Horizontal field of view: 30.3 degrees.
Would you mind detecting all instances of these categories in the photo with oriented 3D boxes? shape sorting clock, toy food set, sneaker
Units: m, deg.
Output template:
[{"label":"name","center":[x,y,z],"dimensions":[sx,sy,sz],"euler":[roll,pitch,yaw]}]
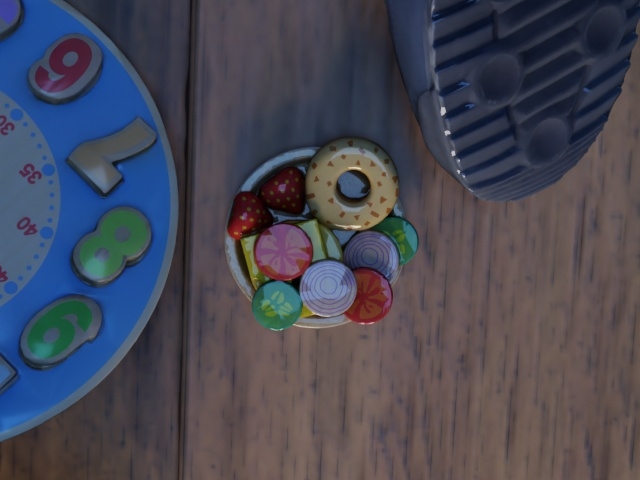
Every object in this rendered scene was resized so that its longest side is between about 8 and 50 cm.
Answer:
[{"label":"shape sorting clock","center":[-0.159,-0.018,0.466],"dimensions":[0.206,0.040,0.206],"euler":[2,80,-12]},{"label":"toy food set","center":[0.000,0.000,0.515],"dimensions":[0.083,0.020,0.082],"euler":[-16,98,-1]},{"label":"sneaker","center":[0.047,-0.173,0.462],"dimensions":[0.112,0.131,0.319],"euler":[-22,120,-22]}]
